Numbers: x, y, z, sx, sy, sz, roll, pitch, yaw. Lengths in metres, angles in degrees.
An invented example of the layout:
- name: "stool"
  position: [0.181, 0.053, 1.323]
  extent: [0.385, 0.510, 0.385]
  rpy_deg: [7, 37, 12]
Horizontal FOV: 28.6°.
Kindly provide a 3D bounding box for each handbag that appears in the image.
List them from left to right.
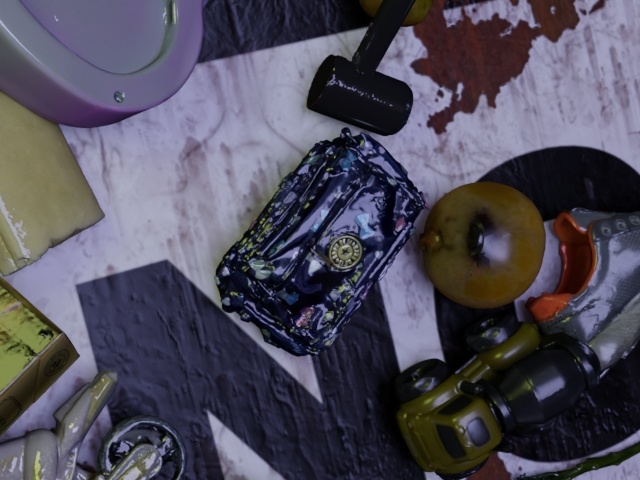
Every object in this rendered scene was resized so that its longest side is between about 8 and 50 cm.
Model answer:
- name: "handbag"
  position: [0.000, 0.000, 1.412]
  extent: [0.162, 0.113, 0.260]
  rpy_deg: [40, 82, -12]

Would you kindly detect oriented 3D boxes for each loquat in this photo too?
- name: "loquat"
  position: [0.194, 0.005, 1.484]
  extent: [0.163, 0.137, 0.163]
  rpy_deg: [9, 67, -22]

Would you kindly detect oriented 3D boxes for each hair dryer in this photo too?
- name: "hair dryer"
  position: [0.086, -0.237, 1.417]
  extent: [0.114, 0.070, 0.248]
  rpy_deg: [18, 117, -23]

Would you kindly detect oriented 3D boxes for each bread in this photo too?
- name: "bread"
  position: [-0.309, -0.072, 1.288]
  extent: [0.139, 0.060, 0.178]
  rpy_deg: [-37, 105, -40]

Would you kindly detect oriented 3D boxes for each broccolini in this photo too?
- name: "broccolini"
  position: [0.338, 0.287, 1.605]
  extent: [0.218, 0.042, 0.044]
  rpy_deg: [-19, 125, -27]

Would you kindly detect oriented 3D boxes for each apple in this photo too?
- name: "apple"
  position: [0.089, -0.289, 1.463]
  extent: [0.089, 0.089, 0.074]
  rpy_deg: [18, 97, -23]

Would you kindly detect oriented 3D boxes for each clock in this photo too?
- name: "clock"
  position: [-0.233, -0.288, 1.274]
  extent: [0.338, 0.102, 0.338]
  rpy_deg: [4, 84, -37]

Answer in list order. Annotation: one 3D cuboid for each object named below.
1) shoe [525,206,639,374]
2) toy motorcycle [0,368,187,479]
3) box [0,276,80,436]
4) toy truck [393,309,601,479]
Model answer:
- name: "shoe"
  position: [0.374, 0.008, 1.580]
  extent: [0.171, 0.132, 0.336]
  rpy_deg: [46, 75, -7]
- name: "toy motorcycle"
  position: [-0.300, 0.283, 1.281]
  extent: [0.223, 0.108, 0.341]
  rpy_deg: [45, 72, -9]
- name: "box"
  position: [-0.380, 0.139, 1.230]
  extent: [0.159, 0.071, 0.240]
  rpy_deg: [39, 73, 15]
- name: "toy truck"
  position: [0.207, 0.186, 1.472]
  extent: [0.224, 0.165, 0.147]
  rpy_deg: [-29, 101, -20]
